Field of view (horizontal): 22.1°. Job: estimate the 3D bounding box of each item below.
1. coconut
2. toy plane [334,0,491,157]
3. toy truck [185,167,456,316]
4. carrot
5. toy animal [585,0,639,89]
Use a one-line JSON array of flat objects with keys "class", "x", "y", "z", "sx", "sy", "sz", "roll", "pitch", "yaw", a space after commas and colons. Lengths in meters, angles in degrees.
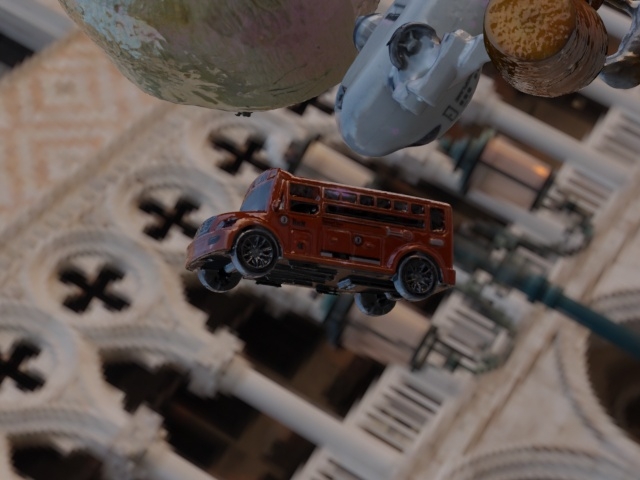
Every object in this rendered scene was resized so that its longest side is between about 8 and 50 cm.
[{"class": "coconut", "x": -0.114, "y": -0.350, "z": 1.713, "sx": 0.404, "sy": 0.404, "sz": 0.404, "roll": -52, "pitch": -19, "yaw": -26}, {"class": "toy plane", "x": 0.107, "y": -0.179, "z": 1.453, "sx": 0.252, "sy": 0.118, "sz": 0.252, "roll": -48, "pitch": 16, "yaw": 18}, {"class": "toy truck", "x": 0.000, "y": 0.000, "z": 1.579, "sx": 0.107, "sy": 0.252, "sz": 0.114, "roll": 155, "pitch": 122, "yaw": -63}, {"class": "carrot", "x": 0.157, "y": -0.148, "z": 1.182, "sx": 0.087, "sy": 0.087, "sz": 0.193, "roll": -64, "pitch": -18, "yaw": 10}, {"class": "toy animal", "x": 0.442, "y": -0.255, "z": 1.852, "sx": 0.225, "sy": 0.302, "sz": 0.284, "roll": 114, "pitch": 180, "yaw": -57}]
